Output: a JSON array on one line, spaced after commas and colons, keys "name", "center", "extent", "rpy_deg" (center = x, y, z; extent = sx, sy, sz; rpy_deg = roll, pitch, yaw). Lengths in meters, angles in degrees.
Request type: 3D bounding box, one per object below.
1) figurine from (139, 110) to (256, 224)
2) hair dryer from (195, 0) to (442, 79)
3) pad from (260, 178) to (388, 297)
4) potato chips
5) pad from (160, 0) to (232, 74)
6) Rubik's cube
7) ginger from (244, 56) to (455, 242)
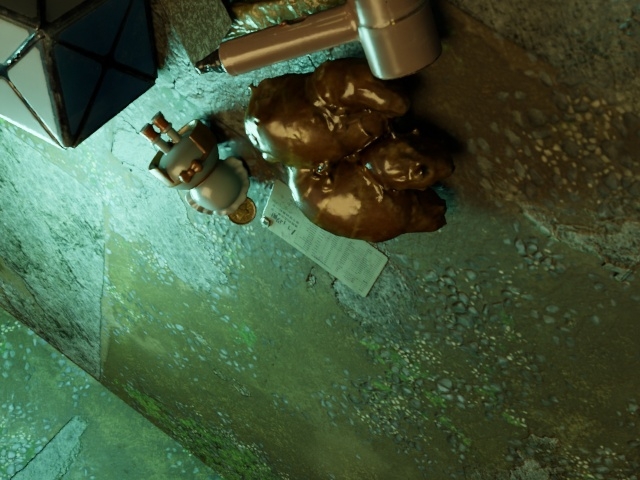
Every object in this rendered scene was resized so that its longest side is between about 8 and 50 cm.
[{"name": "figurine", "center": [-0.227, -0.130, 1.634], "extent": [0.271, 0.143, 0.143], "rpy_deg": [48, 145, -7]}, {"name": "hair dryer", "center": [-0.023, -0.293, 1.172], "extent": [0.344, 0.107, 0.189], "rpy_deg": [-14, 123, 15]}, {"name": "pad", "center": [0.000, 0.000, 1.665], "extent": [0.265, 0.009, 0.160], "rpy_deg": [35, 145, 8]}, {"name": "potato chips", "center": [-0.085, -0.344, 1.311], "extent": [0.406, 0.080, 0.057], "rpy_deg": [3, 113, 41]}, {"name": "pad", "center": [-0.218, -0.400, 1.364], "extent": [0.235, 0.003, 0.158], "rpy_deg": [62, 146, 7]}, {"name": "Rubik's cube", "center": [-0.466, -0.359, 1.508], "extent": [0.254, 0.259, 0.260], "rpy_deg": [26, 139, 19]}, {"name": "ginger", "center": [0.060, -0.136, 1.346], "extent": [0.274, 0.152, 0.357], "rpy_deg": [-23, 113, 32]}]
